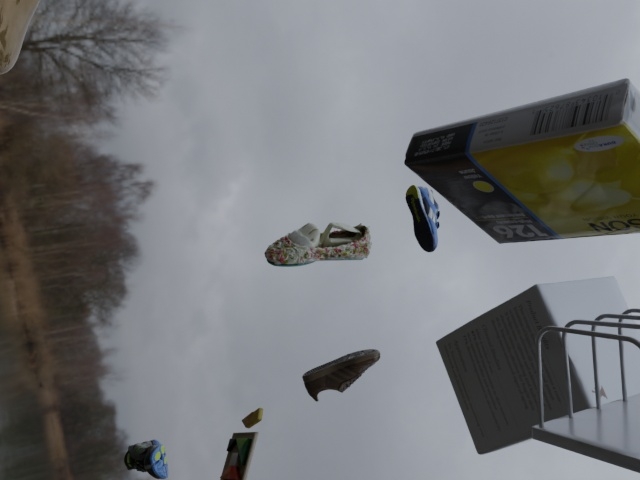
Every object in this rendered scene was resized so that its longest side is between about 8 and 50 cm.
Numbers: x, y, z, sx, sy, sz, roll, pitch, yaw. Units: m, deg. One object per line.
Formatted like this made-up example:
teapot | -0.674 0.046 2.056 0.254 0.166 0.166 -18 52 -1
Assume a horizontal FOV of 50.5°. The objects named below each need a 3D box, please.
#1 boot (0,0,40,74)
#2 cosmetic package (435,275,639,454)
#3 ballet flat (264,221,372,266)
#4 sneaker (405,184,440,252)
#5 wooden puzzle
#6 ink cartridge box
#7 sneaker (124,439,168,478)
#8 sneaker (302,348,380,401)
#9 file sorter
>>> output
boot | -0.212 -0.275 0.672 0.089 0.269 0.236 159 -71 -81
cosmetic package | 0.584 0.325 1.765 0.393 0.327 0.330 -42 -121 48
ballet flat | 0.000 0.000 1.342 0.091 0.241 0.077 42 -54 45
sneaker | 0.223 -0.047 1.401 0.053 0.059 0.144 -27 -110 55
wooden puzzle | -0.101 0.264 0.822 0.078 0.014 0.116 -35 -143 49
ink cartridge box | 0.313 -0.059 0.854 0.303 0.307 0.072 -7 -126 52
sneaker | -0.342 0.432 1.328 0.188 0.078 0.067 158 -77 -67
sneaker | 0.055 0.308 1.560 0.066 0.188 0.071 -126 -163 -86
file sorter | 0.464 0.192 0.963 0.193 0.277 0.173 -1 -86 59
